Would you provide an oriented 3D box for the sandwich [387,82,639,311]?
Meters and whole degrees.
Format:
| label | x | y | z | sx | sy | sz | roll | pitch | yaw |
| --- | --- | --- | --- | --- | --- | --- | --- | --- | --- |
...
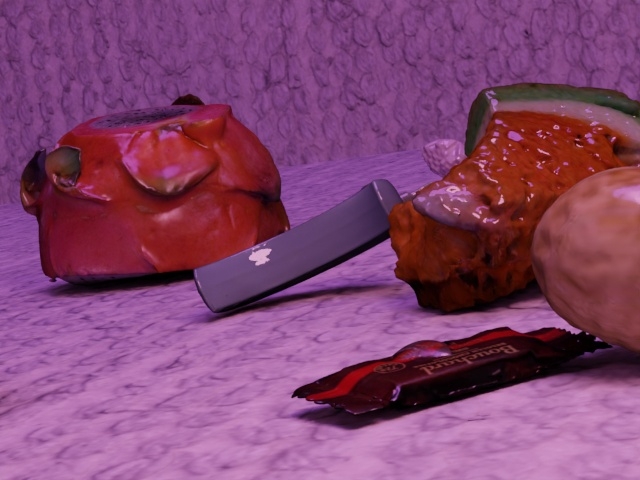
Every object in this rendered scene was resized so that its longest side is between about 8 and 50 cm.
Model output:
| label | x | y | z | sx | sy | sz | roll | pitch | yaw |
| --- | --- | --- | --- | --- | --- | --- | --- | --- | --- |
| sandwich | 0.156 | -0.043 | 1.339 | 0.250 | 0.162 | 0.301 | -10 | 1 | 28 |

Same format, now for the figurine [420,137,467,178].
| label | x | y | z | sx | sy | sz | roll | pitch | yaw |
| --- | --- | --- | --- | --- | --- | --- | --- | --- | --- |
| figurine | 0.199 | -0.061 | 1.678 | 0.174 | 0.116 | 0.240 | -6 | 12 | 43 |

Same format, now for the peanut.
| label | x | y | z | sx | sy | sz | roll | pitch | yaw |
| --- | --- | --- | --- | --- | --- | --- | --- | --- | --- |
| peanut | 0.193 | 0.014 | 0.972 | 0.140 | 0.109 | 0.159 | 29 | -1 | 22 |

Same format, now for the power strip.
| label | x | y | z | sx | sy | sz | roll | pitch | yaw |
| --- | --- | --- | --- | --- | --- | --- | --- | --- | --- |
| power strip | 0.000 | 0.000 | 1.447 | 0.216 | 0.044 | 0.137 | -26 | -6 | 7 |

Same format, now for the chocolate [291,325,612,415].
| label | x | y | z | sx | sy | sz | roll | pitch | yaw |
| --- | --- | --- | --- | --- | --- | --- | --- | --- | --- |
| chocolate | 0.075 | 0.072 | 0.984 | 0.182 | 0.028 | 0.086 | -9 | 8 | -25 |

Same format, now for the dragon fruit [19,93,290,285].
| label | x | y | z | sx | sy | sz | roll | pitch | yaw |
| --- | --- | --- | --- | --- | --- | --- | --- | --- | --- |
| dragon fruit | -0.183 | -0.057 | 1.840 | 0.290 | 0.189 | 0.290 | -9 | 5 | 1 |
